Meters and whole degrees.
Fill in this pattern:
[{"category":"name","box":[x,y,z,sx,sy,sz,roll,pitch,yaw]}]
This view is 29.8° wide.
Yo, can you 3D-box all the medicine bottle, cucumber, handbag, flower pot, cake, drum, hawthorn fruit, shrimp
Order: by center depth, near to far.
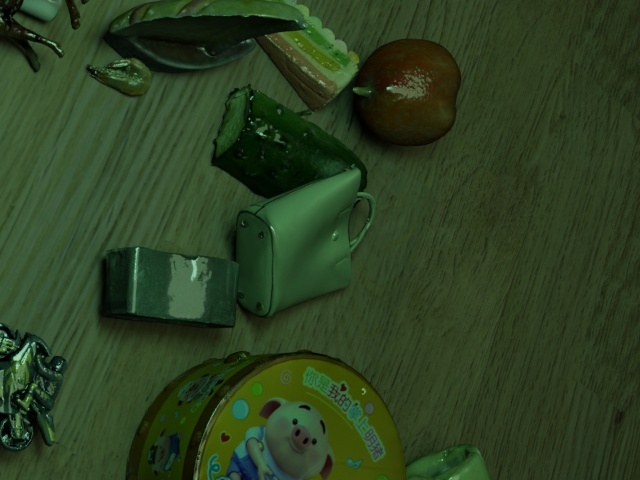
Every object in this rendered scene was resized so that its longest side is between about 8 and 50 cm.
[{"category":"medicine bottle","box":[-0.443,-0.373,1.832,0.089,0.052,0.052,22,71,-34]},{"category":"flower pot","box":[-0.234,0.078,1.903,0.229,0.103,0.108,11,78,-37]},{"category":"drum","box":[-0.083,0.388,1.911,0.431,0.214,0.431,5,82,-38]},{"category":"shrimp","box":[-0.319,-0.270,1.923,0.108,0.023,0.059,24,103,-32]},{"category":"handbag","box":[0.000,0.000,2.060,0.315,0.109,0.241,-18,126,-37]},{"category":"cucumber","box":[-0.032,-0.133,2.092,0.325,0.105,0.145,30,66,-34]},{"category":"cake","box":[-0.027,-0.347,2.131,0.225,0.090,0.109,51,61,-20]},{"category":"hawthorn fruit","box":[0.142,-0.271,2.175,0.251,0.199,0.200,-4,86,-51]}]

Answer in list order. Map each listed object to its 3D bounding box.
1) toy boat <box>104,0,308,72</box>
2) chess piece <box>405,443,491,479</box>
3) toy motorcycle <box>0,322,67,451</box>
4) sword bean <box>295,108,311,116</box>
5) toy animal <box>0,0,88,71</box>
[{"category":"toy boat","box":[-0.201,-0.342,1.903,0.276,0.293,0.111,-1,84,-22]},{"category":"chess piece","box":[0.290,0.602,2.176,0.234,0.234,0.442,-29,99,-37]},{"category":"toy motorcycle","box":[-0.428,0.209,1.761,0.124,0.061,0.193,-9,81,-31]},{"category":"sword bean","box":[-0.049,-0.224,2.144,0.083,0.012,0.012,-13,92,-39]},{"category":"toy animal","box":[-0.487,-0.346,1.754,0.260,0.087,0.244,32,84,-38]}]
